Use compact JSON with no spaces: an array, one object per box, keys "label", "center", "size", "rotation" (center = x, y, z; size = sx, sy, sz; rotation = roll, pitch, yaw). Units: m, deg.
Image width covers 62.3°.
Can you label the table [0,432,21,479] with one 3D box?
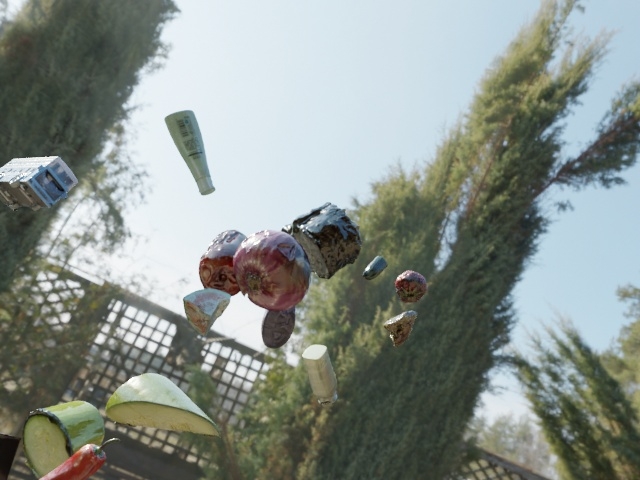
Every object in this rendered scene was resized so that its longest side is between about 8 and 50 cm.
[{"label":"table","center":[-0.922,0.586,1.351],"size":[0.169,0.193,0.172],"rotation":[-3,-29,17]}]

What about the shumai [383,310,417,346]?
[{"label":"shumai","center":[0.298,0.305,1.895],"size":[0.123,0.139,0.105],"rotation":[-31,-84,28]}]

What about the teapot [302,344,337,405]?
[{"label":"teapot","center":[0.009,0.440,1.760],"size":[0.077,0.107,0.200],"rotation":[0,-63,28]}]

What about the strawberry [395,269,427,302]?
[{"label":"strawberry","center":[0.275,0.135,1.610],"size":[0.106,0.106,0.106],"rotation":[20,-21,8]}]

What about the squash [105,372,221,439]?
[{"label":"squash","center":[-0.367,0.405,1.222],"size":[0.252,0.169,0.093],"rotation":[24,-50,41]}]

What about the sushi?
[{"label":"sushi","center":[0.000,0.000,1.664],"size":[0.211,0.171,0.350],"rotation":[60,-18,-6]}]

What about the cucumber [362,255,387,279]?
[{"label":"cucumber","center":[0.171,0.094,1.681],"size":[0.048,0.105,0.048],"rotation":[24,-45,27]}]

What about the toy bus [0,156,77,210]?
[{"label":"toy bus","center":[-0.807,-0.159,1.466],"size":[0.297,0.131,0.106],"rotation":[5,-45,38]}]

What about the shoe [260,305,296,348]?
[{"label":"shoe","center":[-0.114,0.194,1.567],"size":[0.095,0.245,0.137],"rotation":[21,-2,-11]}]

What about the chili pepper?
[{"label":"chili pepper","center":[-0.597,0.554,1.264],"size":[0.071,0.272,0.063],"rotation":[54,-9,20]}]

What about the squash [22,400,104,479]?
[{"label":"squash","center":[-0.746,0.576,1.519],"size":[0.220,0.220,0.133],"rotation":[15,5,21]}]

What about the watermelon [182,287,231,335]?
[{"label":"watermelon","center":[-0.186,0.116,0.897],"size":[0.085,0.085,0.061],"rotation":[34,-3,-27]}]

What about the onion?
[{"label":"onion","center":[-0.111,0.076,1.355],"size":[0.200,0.207,0.200],"rotation":[0,-7,0]}]

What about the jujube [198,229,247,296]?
[{"label":"jujube","center":[-0.267,0.060,1.539],"size":[0.155,0.230,0.155],"rotation":[3,-60,5]}]

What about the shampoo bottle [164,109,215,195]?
[{"label":"shampoo bottle","center":[-0.278,-0.192,1.163],"size":[0.041,0.069,0.191],"rotation":[-33,-102,62]}]
